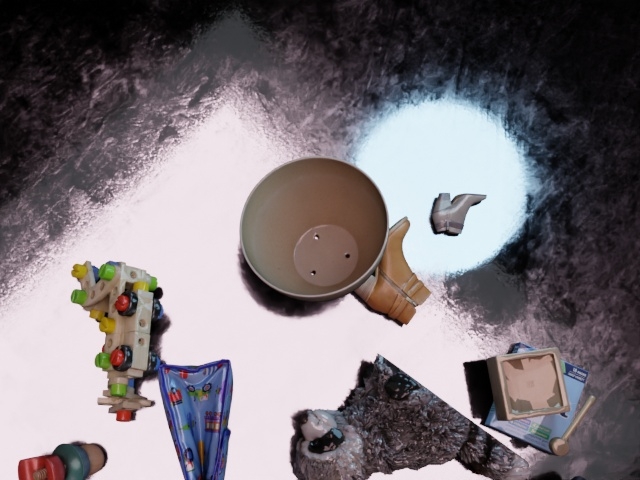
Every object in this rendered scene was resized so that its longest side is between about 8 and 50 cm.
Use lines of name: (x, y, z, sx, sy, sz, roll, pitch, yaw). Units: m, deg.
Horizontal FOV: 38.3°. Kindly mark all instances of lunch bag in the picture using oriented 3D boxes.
lunch bag: (-0.224, 0.377, 1.721, 0.138, 0.221, 0.293, -4, 80, -6)

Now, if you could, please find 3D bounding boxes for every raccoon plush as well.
raccoon plush: (0.162, 0.437, 1.770, 0.446, 0.216, 0.299, 36, 87, 1)

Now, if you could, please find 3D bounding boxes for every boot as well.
boot: (0.168, 0.063, 1.895, 0.152, 0.073, 0.197, 35, 91, 2)
boot: (0.294, -0.057, 1.945, 0.119, 0.042, 0.087, 0, 86, -5)

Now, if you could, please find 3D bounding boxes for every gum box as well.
gum box: (0.444, 0.324, 1.890, 0.157, 0.041, 0.184, 24, 78, 0)

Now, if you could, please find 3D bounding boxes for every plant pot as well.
plant pot: (0.000, 0.000, 1.812, 0.284, 0.191, 0.284, -3, 71, 8)

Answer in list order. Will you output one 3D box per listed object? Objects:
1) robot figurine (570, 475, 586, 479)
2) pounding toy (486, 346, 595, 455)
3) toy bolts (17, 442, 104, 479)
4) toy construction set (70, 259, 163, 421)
robot figurine: (0.535, 0.604, 1.782, 0.174, 0.209, 0.278, -29, 84, -23)
pounding toy: (0.441, 0.320, 1.820, 0.181, 0.094, 0.206, -8, 80, -5)
toy bolts: (-0.486, 0.496, 1.747, 0.218, 0.158, 0.228, -4, 90, 34)
toy construction set: (-0.388, 0.183, 1.757, 0.151, 0.215, 0.327, 0, 78, -47)
